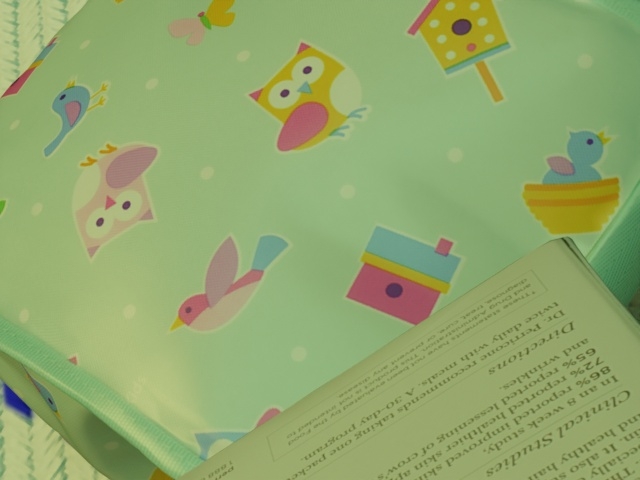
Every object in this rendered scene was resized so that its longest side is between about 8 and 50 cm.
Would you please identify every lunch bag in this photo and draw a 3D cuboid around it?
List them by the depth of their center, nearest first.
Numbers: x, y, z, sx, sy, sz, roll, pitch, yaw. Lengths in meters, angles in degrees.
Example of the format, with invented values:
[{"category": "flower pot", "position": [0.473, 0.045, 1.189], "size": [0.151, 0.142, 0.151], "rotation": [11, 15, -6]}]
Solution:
[{"category": "lunch bag", "position": [0.000, 0.000, 0.591], "size": [0.262, 0.160, 0.223], "rotation": [24, 70, 44]}]

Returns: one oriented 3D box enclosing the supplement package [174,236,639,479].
[{"category": "supplement package", "position": [0.054, 0.169, 0.353], "size": [0.199, 0.198, 0.263], "rotation": [-33, 24, 3]}]
